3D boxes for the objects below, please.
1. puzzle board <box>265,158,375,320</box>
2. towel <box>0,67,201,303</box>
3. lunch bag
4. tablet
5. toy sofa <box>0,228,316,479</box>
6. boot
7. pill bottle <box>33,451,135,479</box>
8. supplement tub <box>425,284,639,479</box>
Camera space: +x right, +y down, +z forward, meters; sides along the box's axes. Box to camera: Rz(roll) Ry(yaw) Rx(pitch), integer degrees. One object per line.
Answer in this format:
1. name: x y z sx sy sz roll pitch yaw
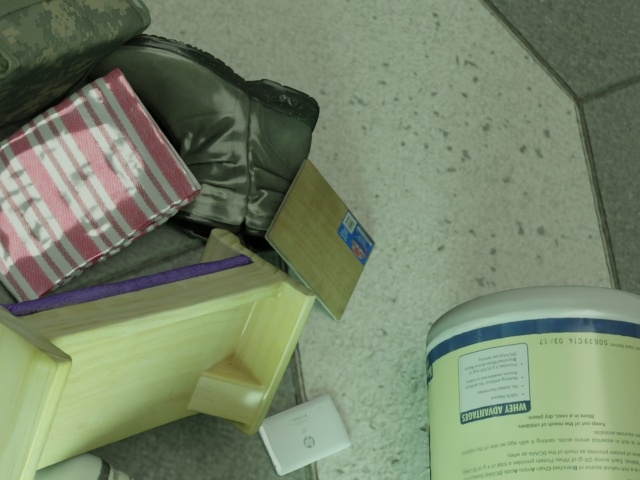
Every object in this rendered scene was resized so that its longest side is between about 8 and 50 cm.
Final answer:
1. puzzle board: 0.000 0.000 1.712 0.128 0.011 0.096 51 51 -35
2. towel: -0.224 -0.049 1.616 0.197 0.029 0.144 -34 86 -14
3. lunch bag: -0.323 -0.245 1.559 0.287 0.169 0.235 53 28 3
4. tablet: -0.015 0.179 1.668 0.083 0.006 0.054 -20 80 -30
5. toy sofa: -0.181 0.085 1.432 0.177 0.150 0.362 32 22 24
6. boot: -0.119 -0.088 1.686 0.246 0.083 0.161 19 69 -16
7. pill bottle: -0.178 0.279 1.452 0.318 0.176 0.176 33 60 -10
8. supplement tub: 0.216 0.225 1.625 0.235 0.235 0.324 9 67 -22
